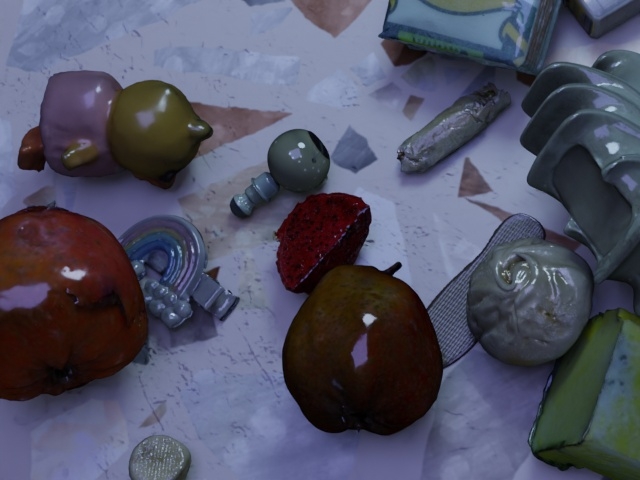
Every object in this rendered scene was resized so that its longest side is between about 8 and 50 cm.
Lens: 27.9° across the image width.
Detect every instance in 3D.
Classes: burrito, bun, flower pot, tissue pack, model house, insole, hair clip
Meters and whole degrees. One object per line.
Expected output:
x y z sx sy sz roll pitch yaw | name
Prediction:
0.184 -0.159 1.824 0.188 0.045 0.058 -38 58 -1 | burrito
0.257 0.071 1.652 0.183 0.102 0.183 -22 51 31 | bun
0.406 -0.084 1.639 0.254 0.164 0.367 -13 57 -32 | flower pot
0.233 -0.404 1.804 0.228 0.128 0.311 18 96 26 | tissue pack
0.401 0.214 1.595 0.211 0.170 0.194 25 67 -8 | model house
0.214 0.065 1.749 0.086 0.005 0.253 33 79 22 | insole
-0.216 0.039 1.842 0.220 0.054 0.140 35 86 26 | hair clip
-0.215 0.305 1.728 0.086 0.055 0.086 -2 57 3 | bun

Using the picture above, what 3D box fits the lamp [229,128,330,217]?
-0.063 -0.088 1.841 0.163 0.091 0.091 -39 64 15 | lamp

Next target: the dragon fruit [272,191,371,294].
0.000 0.000 1.791 0.106 0.083 0.162 39 90 36 | dragon fruit

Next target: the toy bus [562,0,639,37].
0.475 -0.397 1.829 0.268 0.092 0.106 -31 74 0 | toy bus

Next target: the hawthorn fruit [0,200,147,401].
-0.377 0.064 1.759 0.276 0.276 0.307 -19 51 5 | hawthorn fruit

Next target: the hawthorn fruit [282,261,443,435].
0.062 0.128 1.669 0.208 0.208 0.248 3 53 14 | hawthorn fruit

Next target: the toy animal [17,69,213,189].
-0.288 -0.164 1.876 0.281 0.169 0.195 11 37 14 | toy animal
